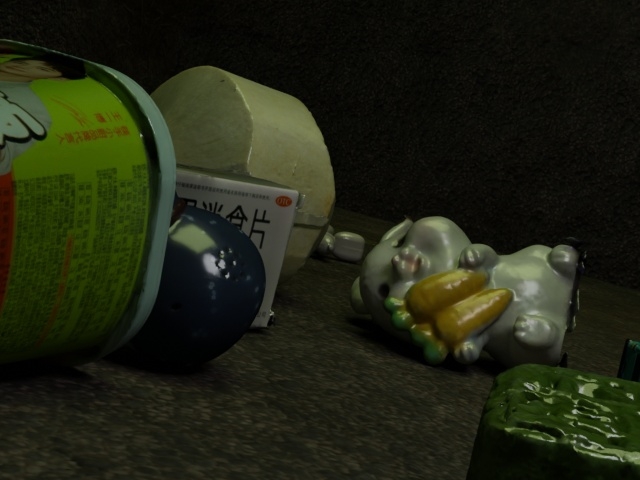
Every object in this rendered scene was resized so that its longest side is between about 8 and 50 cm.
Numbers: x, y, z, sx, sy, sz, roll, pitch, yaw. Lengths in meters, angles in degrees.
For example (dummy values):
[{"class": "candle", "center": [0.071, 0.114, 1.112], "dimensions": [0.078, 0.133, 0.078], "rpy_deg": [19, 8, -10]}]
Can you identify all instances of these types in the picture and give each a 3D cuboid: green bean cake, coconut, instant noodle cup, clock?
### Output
[{"class": "green bean cake", "center": [0.214, 0.172, 0.881], "dimensions": [0.222, 0.125, 0.248], "rpy_deg": [14, 6, 7]}, {"class": "coconut", "center": [-0.141, -0.082, 1.732], "dimensions": [0.323, 0.323, 0.323], "rpy_deg": [13, 6, -1]}, {"class": "instant noodle cup", "center": [-0.307, -0.017, 0.964], "dimensions": [0.294, 0.294, 0.308], "rpy_deg": [16, 14, 24]}, {"class": "clock", "center": [-0.162, 0.011, 1.181], "dimensions": [0.243, 0.146, 0.199], "rpy_deg": [47, 41, -14]}]

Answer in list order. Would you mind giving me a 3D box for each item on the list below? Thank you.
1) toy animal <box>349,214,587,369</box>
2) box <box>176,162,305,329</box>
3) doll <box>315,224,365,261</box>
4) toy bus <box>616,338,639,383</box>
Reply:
[{"class": "toy animal", "center": [0.178, 0.066, 1.628], "dimensions": [0.310, 0.182, 0.247], "rpy_deg": [9, 0, 13]}, {"class": "box", "center": [-0.187, -0.003, 1.407], "dimensions": [0.145, 0.173, 0.333], "rpy_deg": [19, 8, 42]}, {"class": "doll", "center": [0.000, 0.000, 2.396], "dimensions": [0.160, 0.059, 0.161], "rpy_deg": [8, 8, -41]}, {"class": "toy bus", "center": [0.471, 0.182, 1.616], "dimensions": [0.160, 0.079, 0.092], "rpy_deg": [11, 7, -7]}]
